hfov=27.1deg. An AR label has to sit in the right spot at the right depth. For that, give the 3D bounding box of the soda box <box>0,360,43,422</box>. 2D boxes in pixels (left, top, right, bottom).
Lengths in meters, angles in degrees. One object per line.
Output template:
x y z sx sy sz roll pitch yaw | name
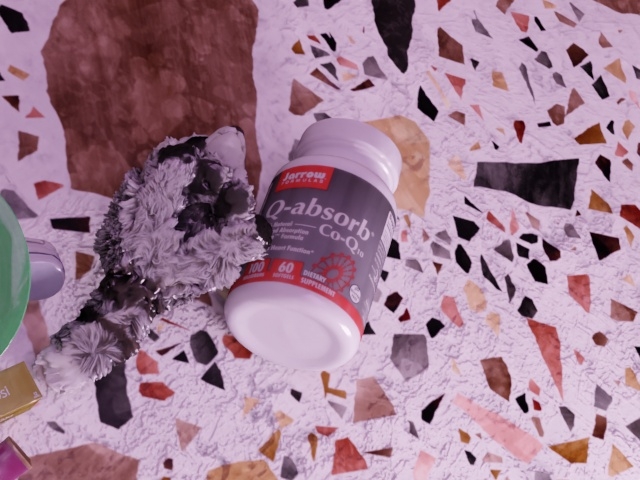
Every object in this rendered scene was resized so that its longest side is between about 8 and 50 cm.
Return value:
-0.458 0.223 1.732 0.181 0.061 0.058 -25 81 -39 | soda box

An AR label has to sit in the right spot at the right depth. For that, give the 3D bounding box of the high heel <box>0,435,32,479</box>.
-0.379 0.378 1.716 0.117 0.082 0.244 -37 106 -8 | high heel

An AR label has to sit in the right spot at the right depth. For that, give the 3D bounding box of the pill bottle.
0.000 0.000 2.045 0.210 0.210 0.363 30 54 -17 | pill bottle

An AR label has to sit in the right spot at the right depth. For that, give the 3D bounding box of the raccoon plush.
-0.268 -0.002 1.942 0.446 0.299 0.216 -36 104 -7 | raccoon plush

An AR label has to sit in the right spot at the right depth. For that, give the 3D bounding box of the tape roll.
-0.533 0.046 1.682 0.321 0.077 0.321 1 88 -18 | tape roll

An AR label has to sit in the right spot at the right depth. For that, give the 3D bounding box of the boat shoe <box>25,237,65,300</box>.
-0.481 0.034 1.808 0.258 0.095 0.084 6 34 -25 | boat shoe
